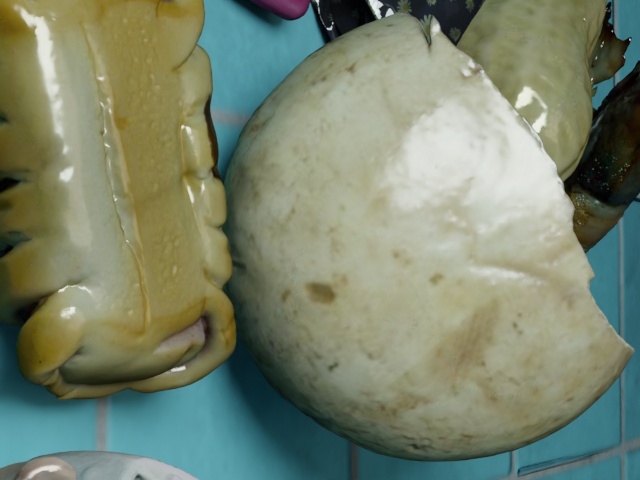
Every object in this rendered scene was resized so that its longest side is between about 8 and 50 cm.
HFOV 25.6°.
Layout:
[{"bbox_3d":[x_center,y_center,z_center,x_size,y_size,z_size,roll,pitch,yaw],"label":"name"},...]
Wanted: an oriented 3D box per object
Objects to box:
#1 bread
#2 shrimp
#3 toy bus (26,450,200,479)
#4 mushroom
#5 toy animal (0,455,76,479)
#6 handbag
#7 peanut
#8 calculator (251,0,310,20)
[{"bbox_3d":[-0.108,-0.031,0.663,0.134,0.081,0.225,-13,101,-52],"label":"bread"},{"bbox_3d":[0.223,-0.112,1.063,0.054,0.290,0.222,20,53,-9],"label":"shrimp"},{"bbox_3d":[-0.138,0.246,0.590,0.138,0.097,0.342,53,47,-33],"label":"toy bus"},{"bbox_3d":[0.038,0.015,0.808,0.254,0.189,0.195,61,-8,-4],"label":"mushroom"},{"bbox_3d":[-0.167,0.192,0.439,0.154,0.166,0.250,75,20,-49],"label":"toy animal"},{"bbox_3d":[0.031,-0.176,0.918,0.139,0.072,0.115,48,52,-17],"label":"handbag"},{"bbox_3d":[0.145,-0.150,1.041,0.111,0.125,0.274,85,15,-54],"label":"peanut"},{"bbox_3d":[-0.029,-0.236,0.832,0.126,0.034,0.190,29,65,-46],"label":"calculator"}]
